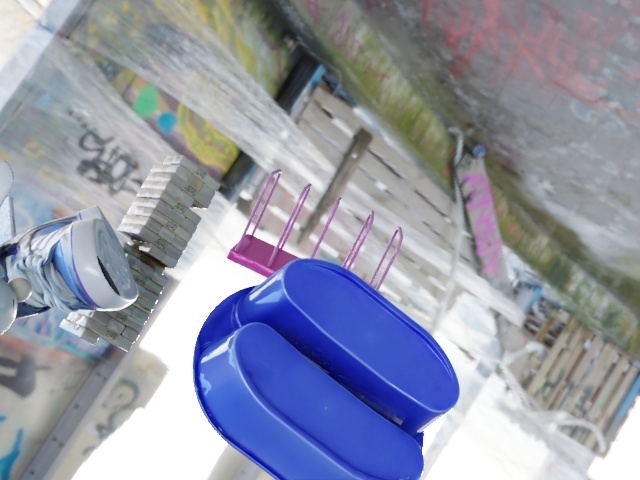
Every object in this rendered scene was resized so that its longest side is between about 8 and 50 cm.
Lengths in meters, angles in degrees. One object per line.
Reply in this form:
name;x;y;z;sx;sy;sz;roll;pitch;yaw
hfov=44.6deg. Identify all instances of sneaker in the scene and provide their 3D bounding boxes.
sneaker;-0.386;0.062;1.059;0.130;0.236;0.323;65;171;-20

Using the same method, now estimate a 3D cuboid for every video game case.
video game case;-0.557;-0.006;1.344;0.011;0.087;0.122;32;-149;-51

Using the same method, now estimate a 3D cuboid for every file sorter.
file sorter;0.000;0.000;1.529;0.291;0.182;0.202;25;-170;0

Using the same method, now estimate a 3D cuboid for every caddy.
caddy;0.003;0.186;0.989;0.341;0.241;0.179;39;146;-3

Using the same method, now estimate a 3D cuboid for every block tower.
block tower;-0.295;0.023;1.300;0.097;0.335;0.091;39;161;-34

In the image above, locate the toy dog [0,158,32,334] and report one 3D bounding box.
toy dog;-0.413;-0.032;0.886;0.220;0.161;0.333;-39;77;48
